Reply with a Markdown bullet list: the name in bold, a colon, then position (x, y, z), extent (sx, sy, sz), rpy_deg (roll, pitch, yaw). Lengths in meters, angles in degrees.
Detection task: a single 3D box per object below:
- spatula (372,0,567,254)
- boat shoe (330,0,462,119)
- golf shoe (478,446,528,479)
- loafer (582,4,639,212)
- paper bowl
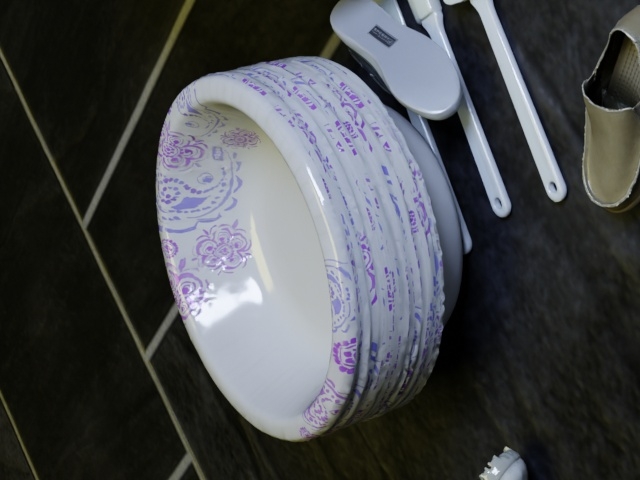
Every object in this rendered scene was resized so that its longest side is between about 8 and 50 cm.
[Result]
- **spatula**: position (0.096, -0.120, 1.152), extent (0.168, 0.019, 0.242), rpy_deg (-32, 75, 55)
- **boat shoe**: position (0.059, -0.130, 1.159), extent (0.142, 0.049, 0.040), rpy_deg (49, 176, 36)
- **golf shoe**: position (0.152, 0.238, 1.179), extent (0.086, 0.069, 0.176), rpy_deg (15, 119, 32)
- **loafer**: position (0.188, -0.083, 0.997), extent (0.056, 0.050, 0.148), rpy_deg (38, 132, 44)
- **paper bowl**: position (0.000, 0.000, 1.214), extent (0.284, 0.148, 0.284), rpy_deg (34, 131, 50)
